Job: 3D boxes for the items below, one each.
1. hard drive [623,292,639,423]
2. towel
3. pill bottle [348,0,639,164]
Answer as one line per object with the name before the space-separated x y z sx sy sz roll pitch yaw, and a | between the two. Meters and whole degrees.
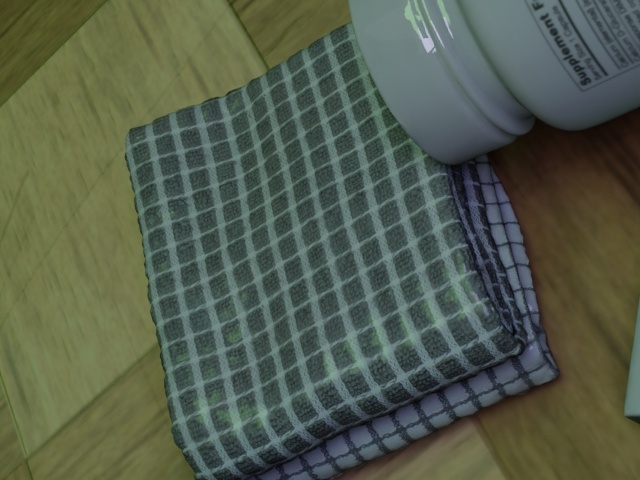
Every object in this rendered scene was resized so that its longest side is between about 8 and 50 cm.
hard drive | 0.301 -0.065 0.697 0.233 0.047 0.353 0 71 37
towel | 0.000 0.000 0.843 0.235 0.121 0.283 -30 56 22
pill bottle | 0.166 -0.157 0.701 0.283 0.160 0.160 -24 58 28
